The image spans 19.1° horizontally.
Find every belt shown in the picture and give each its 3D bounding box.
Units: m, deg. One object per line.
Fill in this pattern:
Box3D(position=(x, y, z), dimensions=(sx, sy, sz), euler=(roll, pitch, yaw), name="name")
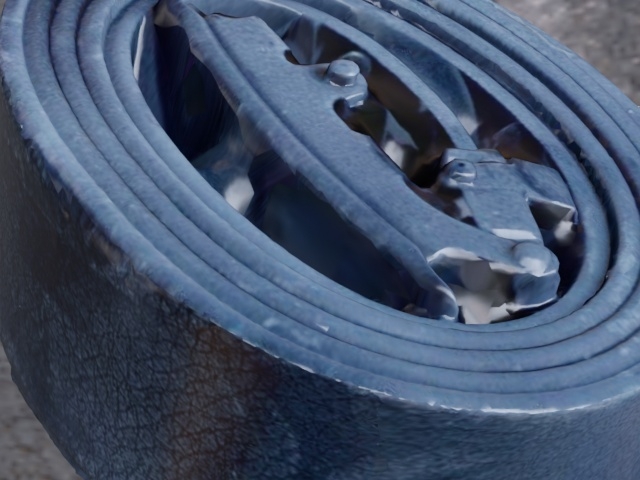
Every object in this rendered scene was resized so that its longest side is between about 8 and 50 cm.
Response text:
Box3D(position=(0.000, 0.000, 0.426), dimensions=(0.141, 0.190, 0.082), euler=(-13, 134, -32), name="belt")

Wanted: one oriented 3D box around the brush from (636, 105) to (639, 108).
Box3D(position=(0.107, -0.054, 1.210), dimensions=(0.296, 0.068, 0.060), euler=(-2, 108, -9), name="brush")
